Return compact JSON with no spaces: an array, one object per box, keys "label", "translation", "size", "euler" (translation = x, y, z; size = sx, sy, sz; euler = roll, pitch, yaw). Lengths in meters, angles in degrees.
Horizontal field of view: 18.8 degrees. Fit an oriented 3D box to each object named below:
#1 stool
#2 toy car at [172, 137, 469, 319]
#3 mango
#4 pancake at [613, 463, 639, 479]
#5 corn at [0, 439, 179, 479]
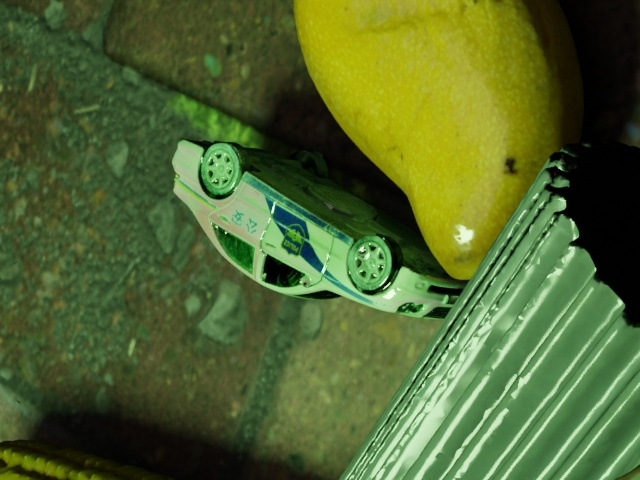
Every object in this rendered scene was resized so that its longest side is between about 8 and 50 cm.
[{"label":"stool","translation":[0.139,0.168,0.952],"size":[0.330,0.297,0.297],"euler":[-54,55,24]},{"label":"toy car","translation":[0.000,0.000,1.205],"size":[0.224,0.090,0.076],"euler":[32,107,36]},{"label":"mango","translation":[0.075,-0.102,1.153],"size":[0.157,0.109,0.262],"euler":[-30,71,21]},{"label":"pancake","translation":[0.186,0.190,0.778],"size":[0.286,0.288,0.033],"euler":[-29,29,25]},{"label":"corn","translation":[-0.123,0.205,1.252],"size":[0.363,0.120,0.120],"euler":[9,89,41]}]
